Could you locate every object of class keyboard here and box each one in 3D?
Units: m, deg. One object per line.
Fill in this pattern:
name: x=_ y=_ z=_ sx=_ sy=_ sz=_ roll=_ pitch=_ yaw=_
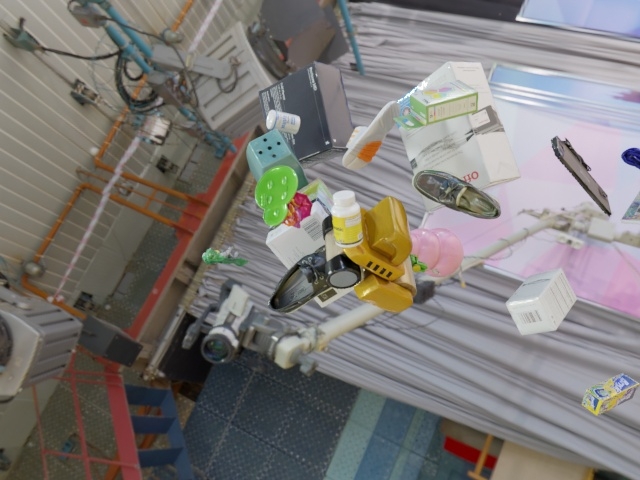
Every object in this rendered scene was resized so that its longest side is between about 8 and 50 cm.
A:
keyboard: x=0.873 y=-0.232 z=1.662 sx=0.033 sy=0.317 sz=0.202 roll=-32 pitch=25 yaw=40

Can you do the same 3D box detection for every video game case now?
video game case: x=1.092 y=-0.107 z=1.613 sx=0.019 sy=0.157 sz=0.143 roll=45 pitch=-103 yaw=-25

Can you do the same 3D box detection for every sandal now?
sandal: x=0.160 y=-0.349 z=1.625 sx=0.265 sy=0.076 sz=0.102 roll=-51 pitch=-44 yaw=4

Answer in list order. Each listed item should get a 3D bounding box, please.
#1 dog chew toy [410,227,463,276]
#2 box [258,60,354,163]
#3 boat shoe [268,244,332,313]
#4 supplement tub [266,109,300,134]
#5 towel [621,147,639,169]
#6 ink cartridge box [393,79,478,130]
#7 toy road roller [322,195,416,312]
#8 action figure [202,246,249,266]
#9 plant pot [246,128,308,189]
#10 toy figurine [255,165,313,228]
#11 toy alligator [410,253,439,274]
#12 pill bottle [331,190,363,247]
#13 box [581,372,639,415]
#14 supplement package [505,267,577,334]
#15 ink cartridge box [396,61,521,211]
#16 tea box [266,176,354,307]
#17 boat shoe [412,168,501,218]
dog chew toy: x=0.421 y=0.041 z=2.006 sx=0.331 sy=0.206 sz=0.207 roll=8 pitch=-76 yaw=-32
box: x=-0.053 y=-0.488 z=2.001 sx=0.179 sy=0.312 sz=0.344 roll=-10 pitch=-93 yaw=-51
boat shoe: x=-0.038 y=0.113 z=1.534 sx=0.340 sy=0.127 sz=0.113 roll=-37 pitch=-16 yaw=21
supplement tub: x=-0.135 y=-0.428 z=1.788 sx=0.107 sy=0.071 sz=0.071 roll=6 pitch=-73 yaw=-25
towel: x=1.148 y=-0.228 z=1.557 sx=0.228 sy=0.308 sz=0.076 roll=-111 pitch=28 yaw=-47
ink cartridge box: x=0.312 y=-0.372 z=1.356 sx=0.109 sy=0.209 sz=0.062 roll=-116 pitch=11 yaw=-54
toy road roller: x=0.171 y=0.028 z=1.322 sx=0.329 sy=0.240 sz=0.203 roll=28 pitch=-138 yaw=-33
action figure: x=-0.330 y=0.052 z=1.625 sx=0.232 sy=0.137 sz=0.064 roll=43 pitch=-136 yaw=-83
plant pot: x=-0.159 y=-0.265 z=1.695 sx=0.165 sy=0.166 sz=0.234 roll=-28 pitch=-15 yaw=-4
toy figurine: x=-0.080 y=-0.089 z=1.332 sx=0.159 sy=0.130 sz=0.173 roll=38 pitch=-136 yaw=-54
toy alligator: x=0.310 y=0.083 z=1.635 sx=0.051 sy=0.189 sz=0.056 roll=-44 pitch=31 yaw=35
pill bottle: x=0.058 y=-0.048 z=1.094 sx=0.065 sy=0.065 sz=0.116 roll=-43 pitch=-47 yaw=-49
box: x=0.844 y=0.445 z=1.436 sx=0.168 sy=0.054 sz=0.059 roll=-12 pitch=-61 yaw=-25
supplement package: x=0.615 y=0.168 z=1.374 sx=0.179 sy=0.105 sz=0.105 roll=-30 pitch=-87 yaw=-42
ink cartridge box: x=0.429 y=-0.326 z=1.602 sx=0.166 sy=0.285 sz=0.395 roll=-13 pitch=-97 yaw=-33
tea box: x=0.000 y=0.000 z=1.803 sx=0.329 sy=0.220 sz=0.324 roll=51 pitch=-163 yaw=-22
boat shoe: x=0.327 y=-0.111 z=1.174 sx=0.073 sy=0.223 sz=0.080 roll=-54 pitch=-12 yaw=-79
